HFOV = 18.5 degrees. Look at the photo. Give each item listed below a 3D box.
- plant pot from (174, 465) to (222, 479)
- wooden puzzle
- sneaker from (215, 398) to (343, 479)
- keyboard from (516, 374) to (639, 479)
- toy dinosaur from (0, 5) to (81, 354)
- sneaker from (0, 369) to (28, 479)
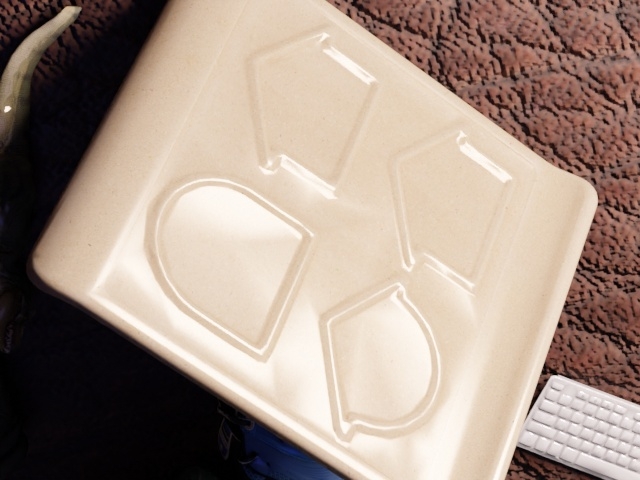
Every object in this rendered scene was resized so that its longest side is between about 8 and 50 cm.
[{"bbox_3d":[-0.049,0.370,1.503,0.334,0.341,0.341,42,107,-8],"label":"plant pot"},{"bbox_3d":[0.000,0.000,1.365,0.348,0.322,0.080,32,145,-12],"label":"wooden puzzle"},{"bbox_3d":[-0.030,0.109,1.479,0.147,0.130,0.330,-31,111,9],"label":"sneaker"},{"bbox_3d":[0.284,0.179,1.576,0.256,0.014,0.072,21,112,-10],"label":"keyboard"},{"bbox_3d":[-0.250,-0.045,1.434,0.118,0.064,0.268,-5,116,-37],"label":"toy dinosaur"},{"bbox_3d":[-0.360,0.181,1.515,0.296,0.104,0.147,-27,106,6],"label":"sneaker"}]
